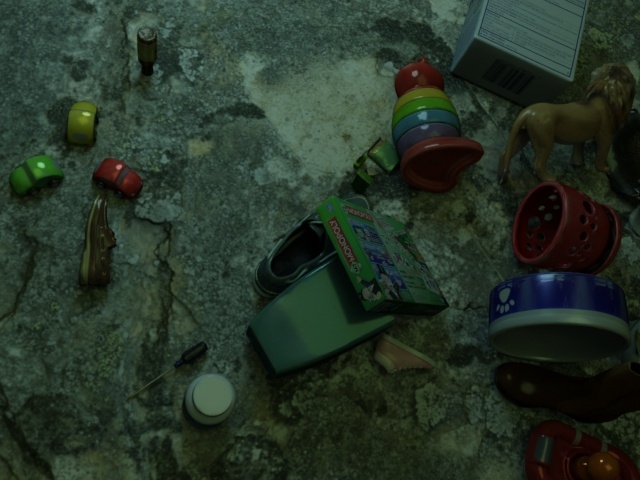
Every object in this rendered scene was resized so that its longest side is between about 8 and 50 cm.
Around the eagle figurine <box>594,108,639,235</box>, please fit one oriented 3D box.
[{"bbox_3d":[0.825,-0.180,1.596,0.226,0.225,0.298,54,22,-34],"label":"eagle figurine"}]

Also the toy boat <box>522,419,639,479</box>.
[{"bbox_3d":[0.525,0.447,1.270,0.231,0.151,0.151,25,66,-4],"label":"toy boat"}]

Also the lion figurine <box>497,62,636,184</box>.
[{"bbox_3d":[0.568,-0.269,1.508,0.392,0.142,0.240,-17,119,-25],"label":"lion figurine"}]

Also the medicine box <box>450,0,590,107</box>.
[{"bbox_3d":[0.499,-0.516,1.631,0.264,0.149,0.289,23,65,-6],"label":"medicine box"}]

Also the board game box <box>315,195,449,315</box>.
[{"bbox_3d":[0.128,0.039,1.249,0.317,0.046,0.213,14,44,-58],"label":"board game box"}]

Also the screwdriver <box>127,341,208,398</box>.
[{"bbox_3d":[-0.281,0.244,1.206,0.170,0.024,0.025,-38,54,-22],"label":"screwdriver"}]

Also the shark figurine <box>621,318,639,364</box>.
[{"bbox_3d":[0.725,0.189,1.456,0.278,0.116,0.166,-43,119,-17],"label":"shark figurine"}]

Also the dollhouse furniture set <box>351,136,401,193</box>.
[{"bbox_3d":[0.128,-0.176,1.452,0.076,0.058,0.151,42,65,3],"label":"dollhouse furniture set"}]

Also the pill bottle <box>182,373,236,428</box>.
[{"bbox_3d":[-0.194,0.280,1.138,0.087,0.160,0.087,5,69,-13],"label":"pill bottle"}]

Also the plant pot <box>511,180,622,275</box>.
[{"bbox_3d":[0.546,-0.020,1.434,0.174,0.191,0.191,14,67,-14],"label":"plant pot"}]

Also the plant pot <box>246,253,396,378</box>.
[{"bbox_3d":[-0.013,0.157,1.238,0.234,0.165,0.165,-29,79,-17],"label":"plant pot"}]

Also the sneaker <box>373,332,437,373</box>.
[{"bbox_3d":[0.165,0.244,1.312,0.134,0.051,0.070,29,83,-14],"label":"sneaker"}]

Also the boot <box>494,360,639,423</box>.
[{"bbox_3d":[0.510,0.283,1.257,0.264,0.280,0.096,28,65,-3],"label":"boot"}]

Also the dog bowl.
[{"bbox_3d":[0.472,0.159,1.303,0.265,0.265,0.104,11,64,-10],"label":"dog bowl"}]

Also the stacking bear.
[{"bbox_3d":[0.238,-0.281,1.477,0.164,0.175,0.289,6,59,-20],"label":"stacking bear"}]

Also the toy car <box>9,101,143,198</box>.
[{"bbox_3d":[-0.498,-0.156,1.282,0.225,0.053,0.239,-29,79,-23],"label":"toy car"}]

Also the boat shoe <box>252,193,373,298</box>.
[{"bbox_3d":[0.000,0.000,1.329,0.319,0.099,0.116,-37,82,-24],"label":"boat shoe"}]

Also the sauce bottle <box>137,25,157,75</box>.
[{"bbox_3d":[-0.363,-0.394,1.367,0.042,0.128,0.042,5,70,-13],"label":"sauce bottle"}]

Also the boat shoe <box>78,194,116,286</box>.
[{"bbox_3d":[-0.419,0.002,1.241,0.060,0.064,0.178,7,74,-18],"label":"boat shoe"}]
